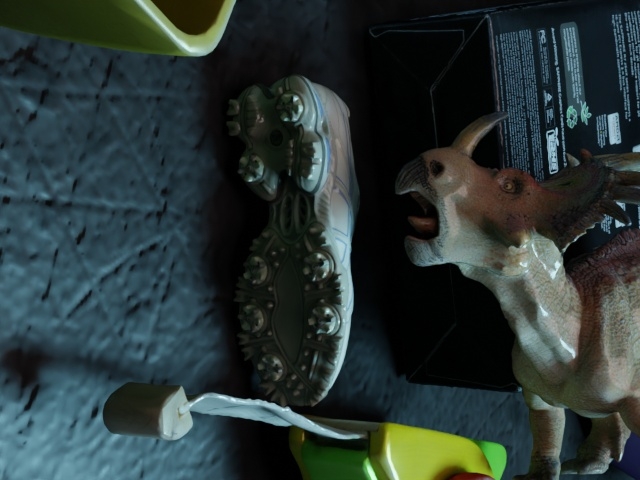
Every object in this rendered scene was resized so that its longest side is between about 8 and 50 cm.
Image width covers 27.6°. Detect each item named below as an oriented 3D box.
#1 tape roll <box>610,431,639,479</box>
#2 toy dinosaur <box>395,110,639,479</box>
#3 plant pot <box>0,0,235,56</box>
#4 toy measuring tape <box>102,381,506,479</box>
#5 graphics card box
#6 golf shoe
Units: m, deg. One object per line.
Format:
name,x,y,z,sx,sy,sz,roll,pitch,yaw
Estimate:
tape roll,0.316,0.121,1.049,0.189,0.080,0.189,-43,150,-32
toy dinosaur,0.172,0.036,0.741,0.296,0.127,0.200,6,80,-57
plant pot,-0.130,-0.195,0.416,0.212,0.187,0.212,44,56,-44
toy measuring tape,0.011,0.149,0.681,0.330,0.121,0.121,20,75,-51
graphics card box,0.180,-0.056,0.915,0.371,0.094,0.232,-21,108,-52
golf shoe,0.000,0.000,0.702,0.086,0.069,0.176,-6,97,-59
